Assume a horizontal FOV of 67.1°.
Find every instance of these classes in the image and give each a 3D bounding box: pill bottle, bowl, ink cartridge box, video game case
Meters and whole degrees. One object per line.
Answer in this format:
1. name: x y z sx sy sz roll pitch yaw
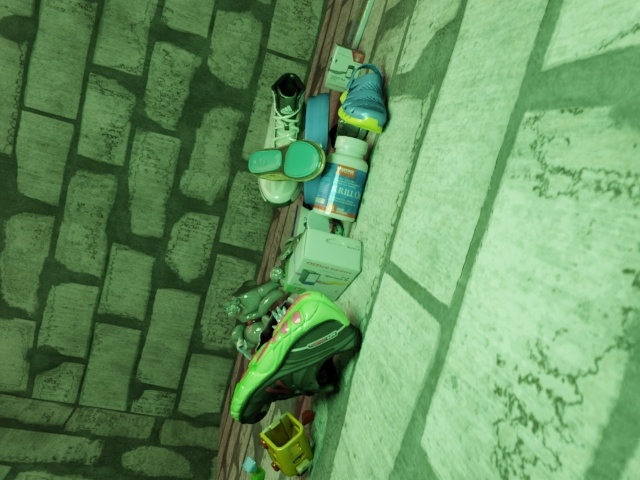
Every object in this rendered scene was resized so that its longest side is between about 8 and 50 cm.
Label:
1. pill bottle: 0.062 -0.170 1.340 0.124 0.124 0.222 -148 71 -77
2. bowl: -0.012 -0.308 1.666 0.391 0.077 0.392 3 -90 -89
3. ink cartridge box: -0.074 -0.030 1.871 0.165 0.065 0.333 -115 34 -72
4. ink cartridge box: 0.003 0.070 1.278 0.212 0.154 0.093 122 158 -54
5. ink cartridge box: 0.083 -0.618 1.745 0.063 0.109 0.151 -103 29 -57
6. video game case: 0.156 -0.865 1.885 0.193 0.023 0.213 -95 23 -55

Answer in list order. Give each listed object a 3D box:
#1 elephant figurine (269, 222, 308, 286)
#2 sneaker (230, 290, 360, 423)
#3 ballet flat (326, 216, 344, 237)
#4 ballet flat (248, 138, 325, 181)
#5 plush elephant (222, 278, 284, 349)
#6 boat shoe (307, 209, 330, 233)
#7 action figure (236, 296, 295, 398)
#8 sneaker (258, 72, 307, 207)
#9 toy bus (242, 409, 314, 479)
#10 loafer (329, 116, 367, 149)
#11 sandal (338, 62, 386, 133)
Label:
1. elephant figurine: -0.061 0.048 1.639 0.186 0.169 0.240 12 83 43
2. sneaker: -0.071 0.331 1.177 0.483 0.202 0.185 -54 5 37
3. ballet flat: 0.027 -0.041 1.501 0.188 0.070 0.070 -109 35 -67
4. ballet flat: -0.074 -0.223 1.404 0.348 0.123 0.123 7 83 49
5. plush elephant: -0.263 0.323 2.064 0.330 0.271 0.256 -37 -70 -58
6. boat shoe: 0.000 0.000 1.430 0.083 0.065 0.184 156 95 -77
7. action figure: -0.095 0.332 1.522 0.248 0.275 0.370 -45 -15 -16
8. sneaker: -0.134 -0.350 1.591 0.257 0.169 0.448 84 -169 -71
9. toy bus: -0.072 0.540 1.222 0.104 0.202 0.191 25 95 46
10. loafer: 0.072 -0.355 1.554 0.302 0.095 0.109 -172 95 -77
11. sandal: 0.123 -0.399 1.333 0.317 0.126 0.138 -98 29 -56
